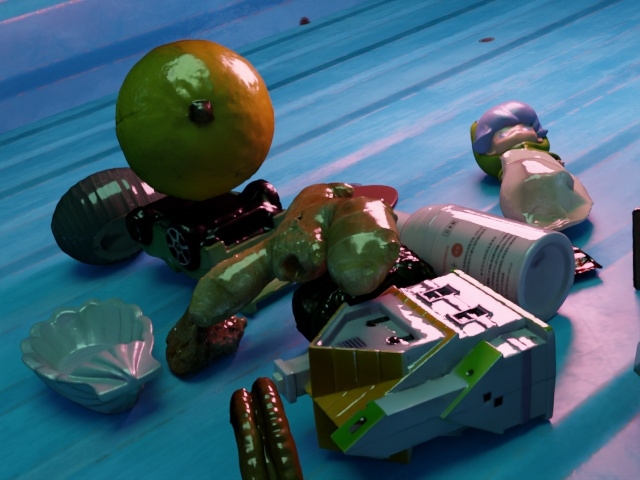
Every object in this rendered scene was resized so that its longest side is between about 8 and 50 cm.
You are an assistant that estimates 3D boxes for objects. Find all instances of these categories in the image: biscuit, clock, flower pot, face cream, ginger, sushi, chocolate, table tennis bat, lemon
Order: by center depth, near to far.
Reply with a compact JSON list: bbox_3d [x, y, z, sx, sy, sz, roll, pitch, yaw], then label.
[{"bbox_3d":[-0.055,0.261,0.929,0.066,0.220,0.220,-13,26,-9],"label":"biscuit"},{"bbox_3d":[0.105,0.174,1.097,0.309,0.166,0.235,-14,25,-22],"label":"clock"},{"bbox_3d":[0.001,-0.016,1.297,0.363,0.122,0.348,-26,21,40],"label":"ginger"},{"bbox_3d":[0.071,0.095,1.303,0.225,0.124,0.127,-25,25,-16],"label":"sushi"},{"bbox_3d":[0.219,0.012,1.385,0.145,0.145,0.369,-29,31,-30],"label":"face cream"},{"bbox_3d":[0.396,0.020,1.428,0.086,0.028,0.182,-16,26,-5],"label":"chocolate"},{"bbox_3d":[-0.221,-0.208,1.489,0.297,0.297,0.297,-10,26,5],"label":"lemon"},{"bbox_3d":[0.071,-0.057,1.735,0.154,0.021,0.274,-2,26,21],"label":"table tennis bat"},{"bbox_3d":[-0.426,-0.048,1.736,0.243,0.189,0.157,-29,44,-14],"label":"flower pot"}]

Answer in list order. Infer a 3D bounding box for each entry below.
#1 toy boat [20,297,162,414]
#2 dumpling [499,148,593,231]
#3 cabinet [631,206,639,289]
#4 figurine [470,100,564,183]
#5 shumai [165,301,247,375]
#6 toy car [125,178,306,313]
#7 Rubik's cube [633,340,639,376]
[{"bbox_3d":[-0.350,0.188,1.333,0.199,0.100,0.290,-27,29,-26],"label":"toy boat"},{"bbox_3d":[0.410,-0.083,1.532,0.166,0.126,0.216,0,17,-3],"label":"dumpling"},{"bbox_3d":[0.604,-0.008,1.257,0.215,0.148,0.175,15,37,42],"label":"cabinet"},{"bbox_3d":[0.398,-0.177,1.716,0.162,0.143,0.263,-19,43,-1],"label":"figurine"},{"bbox_3d":[-0.188,0.161,1.355,0.123,0.105,0.139,-52,5,20],"label":"shumai"},{"bbox_3d":[-0.196,-0.002,1.579,0.213,0.176,0.358,-29,27,-34],"label":"toy car"},{"bbox_3d":[0.475,0.154,0.913,0.265,0.224,0.213,-4,25,29],"label":"Rubik's cube"}]
